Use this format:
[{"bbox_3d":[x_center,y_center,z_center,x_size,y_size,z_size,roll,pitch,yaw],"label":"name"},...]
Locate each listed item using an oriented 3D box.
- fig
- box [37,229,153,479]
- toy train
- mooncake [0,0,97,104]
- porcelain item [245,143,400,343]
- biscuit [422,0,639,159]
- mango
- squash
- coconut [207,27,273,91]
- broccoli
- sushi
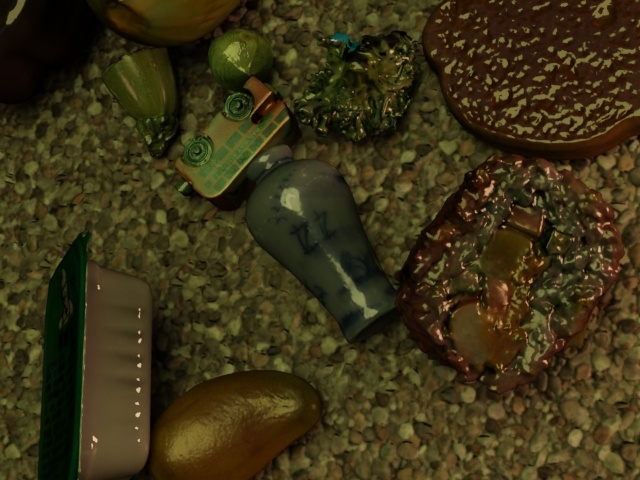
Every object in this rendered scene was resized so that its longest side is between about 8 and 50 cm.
[{"bbox_3d":[-0.218,-0.368,1.729,0.239,0.239,0.271,4,37,18],"label":"fig"},{"bbox_3d":[-0.276,0.177,1.626,0.106,0.264,0.337,7,71,-21],"label":"box"},{"bbox_3d":[-0.110,-0.121,1.729,0.099,0.072,0.188,40,87,18],"label":"toy train"},{"bbox_3d":[-0.486,-0.381,1.844,0.381,0.212,0.350,39,99,20],"label":"mooncake"},{"bbox_3d":[0.000,0.000,1.623,0.141,0.141,0.259,-35,74,4],"label":"porcelain item"},{"bbox_3d":[0.318,-0.283,1.646,0.359,0.074,0.381,17,77,21],"label":"biscuit"},{"bbox_3d":[-0.108,0.229,1.602,0.227,0.099,0.136,-26,67,0],"label":"mango"},{"bbox_3d":[-0.225,-0.184,1.781,0.105,0.105,0.132,-27,81,7],"label":"squash"},{"bbox_3d":[-0.107,-0.242,1.754,0.088,0.088,0.096,-37,35,3],"label":"coconut"},{"bbox_3d":[0.048,-0.204,1.658,0.167,0.160,0.154,-1,71,-2],"label":"broccoli"},{"bbox_3d":[0.214,0.043,1.516,0.236,0.171,0.270,36,84,-4],"label":"sushi"}]
